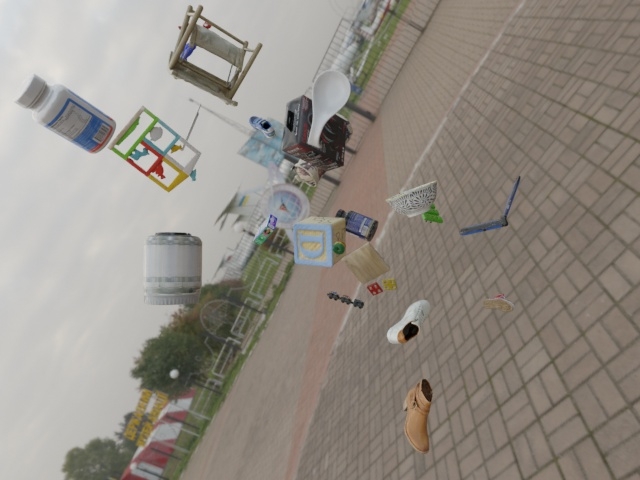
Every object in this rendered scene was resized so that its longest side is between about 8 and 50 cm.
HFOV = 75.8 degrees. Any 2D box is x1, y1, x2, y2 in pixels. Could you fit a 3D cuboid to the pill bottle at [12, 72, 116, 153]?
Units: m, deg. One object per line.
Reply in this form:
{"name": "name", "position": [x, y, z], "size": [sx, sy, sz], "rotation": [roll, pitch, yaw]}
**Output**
{"name": "pill bottle", "position": [-0.693, -0.345, 1.122], "size": [0.124, 0.221, 0.124], "rotation": [-17, 56, 28]}

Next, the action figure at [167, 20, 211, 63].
{"name": "action figure", "position": [-0.598, -0.873, 1.803], "size": [0.280, 0.139, 0.091], "rotation": [-37, 54, 20]}

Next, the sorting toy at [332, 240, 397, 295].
{"name": "sorting toy", "position": [0.176, 0.085, 1.524], "size": [0.132, 0.274, 0.046], "rotation": [-33, 15, 32]}

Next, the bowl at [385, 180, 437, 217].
{"name": "bowl", "position": [0.297, -0.121, 1.293], "size": [0.170, 0.080, 0.170], "rotation": [-21, 3, 1]}

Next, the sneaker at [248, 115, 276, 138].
{"name": "sneaker", "position": [-0.245, -0.489, 1.731], "size": [0.053, 0.144, 0.059], "rotation": [-48, -18, -15]}

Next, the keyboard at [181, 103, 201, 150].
{"name": "keyboard", "position": [-0.576, -0.497, 1.824], "size": [0.256, 0.014, 0.072], "rotation": [-42, 39, 47]}

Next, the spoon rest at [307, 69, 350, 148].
{"name": "spoon rest", "position": [0.018, -0.471, 1.481], "size": [0.084, 0.137, 0.276], "rotation": [-55, -16, -73]}

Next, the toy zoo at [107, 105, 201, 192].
{"name": "toy zoo", "position": [-0.569, -0.308, 1.473], "size": [0.192, 0.293, 0.030], "rotation": [-50, 26, 0]}

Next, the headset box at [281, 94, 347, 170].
{"name": "headset box", "position": [-0.032, -0.442, 1.703], "size": [0.110, 0.293, 0.218], "rotation": [-9, 70, 45]}

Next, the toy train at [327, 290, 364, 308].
{"name": "toy train", "position": [0.104, 0.242, 1.699], "size": [0.036, 0.158, 0.027], "rotation": [-62, -14, -51]}

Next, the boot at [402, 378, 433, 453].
{"name": "boot", "position": [0.326, 0.561, 1.325], "size": [0.197, 0.073, 0.152], "rotation": [-103, 26, -47]}

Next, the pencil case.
{"name": "pencil case", "position": [0.015, -0.482, 2.178], "size": [0.184, 0.160, 0.410], "rotation": [15, 66, 50]}

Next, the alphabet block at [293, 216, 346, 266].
{"name": "alphabet block", "position": [0.000, 0.000, 1.893], "size": [0.197, 0.193, 0.193], "rotation": [-30, -57, -64]}

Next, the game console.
{"name": "game console", "position": [0.672, -0.133, 1.634], "size": [0.293, 0.250, 0.173], "rotation": [-8, -95, -67]}

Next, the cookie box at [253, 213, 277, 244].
{"name": "cookie box", "position": [-0.233, -0.045, 1.746], "size": [0.107, 0.040, 0.091], "rotation": [-45, 22, 31]}

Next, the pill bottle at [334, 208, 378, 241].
{"name": "pill bottle", "position": [0.187, -0.087, 2.189], "size": [0.122, 0.219, 0.122], "rotation": [-58, -17, -30]}

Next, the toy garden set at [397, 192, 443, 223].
{"name": "toy garden set", "position": [0.534, -0.175, 2.249], "size": [0.244, 0.204, 0.049], "rotation": [-98, 22, -52]}

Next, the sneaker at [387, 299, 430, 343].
{"name": "sneaker", "position": [0.440, 0.377, 1.882], "size": [0.290, 0.105, 0.123], "rotation": [-38, 14, -31]}

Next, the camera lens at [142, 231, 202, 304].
{"name": "camera lens", "position": [-0.580, 0.108, 1.621], "size": [0.219, 0.220, 0.274], "rotation": [163, 107, -79]}

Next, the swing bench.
{"name": "swing bench", "position": [-0.394, -0.665, 1.501], "size": [0.165, 0.253, 0.254], "rotation": [41, 108, 50]}

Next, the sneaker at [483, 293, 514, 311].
{"name": "sneaker", "position": [0.578, 0.195, 1.294], "size": [0.118, 0.067, 0.042], "rotation": [174, 84, -69]}
